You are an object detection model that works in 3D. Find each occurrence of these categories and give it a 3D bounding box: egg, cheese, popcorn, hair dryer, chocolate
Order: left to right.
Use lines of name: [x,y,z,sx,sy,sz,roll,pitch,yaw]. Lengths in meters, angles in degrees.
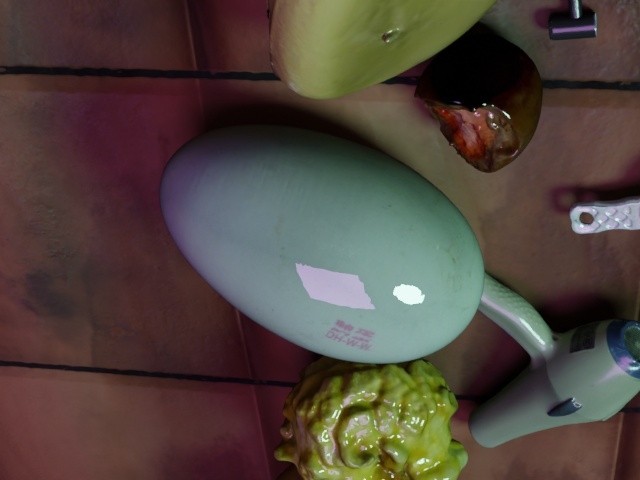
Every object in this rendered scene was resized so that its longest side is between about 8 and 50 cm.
egg: [0.000,0.000,1.280,0.371,0.230,0.230,23,132,-1]
popcorn: [0.062,0.242,1.489,0.235,0.181,0.217,-38,95,1]
cheese: [0.061,-0.237,1.075,0.259,0.128,0.316,-4,155,-32]
chocolate: [0.162,-0.133,1.199,0.127,0.124,0.133,-19,155,-9]
hair dryer: [0.234,0.152,1.468,0.298,0.119,0.296,29,137,9]
hair dryer: [0.245,-0.236,1.153,0.047,0.026,0.083,-2,127,14]
cheese: [0.385,-0.034,1.273,0.227,0.064,0.137,-4,128,18]

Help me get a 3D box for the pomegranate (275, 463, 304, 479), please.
pomegranate: [0.035,0.392,1.631,0.233,0.233,0.233,7,132,7]
